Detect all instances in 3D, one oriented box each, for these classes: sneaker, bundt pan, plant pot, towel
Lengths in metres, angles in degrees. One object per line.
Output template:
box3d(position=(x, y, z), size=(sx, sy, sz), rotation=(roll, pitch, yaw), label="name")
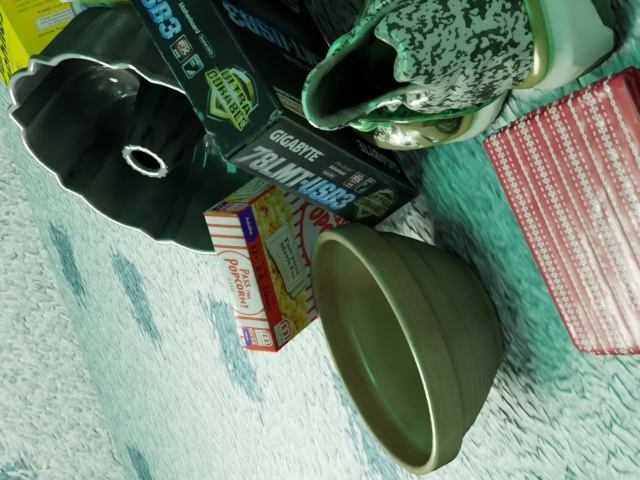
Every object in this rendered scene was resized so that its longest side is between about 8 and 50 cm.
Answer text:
box3d(position=(0.053, -0.140, 1.254), size=(0.158, 0.182, 0.410), rotation=(67, 163, 2), label="sneaker")
box3d(position=(-0.163, -0.130, 1.786), size=(0.331, 0.124, 0.331), rotation=(19, 151, 11), label="bundt pan")
box3d(position=(0.091, 0.085, 1.524), size=(0.237, 0.110, 0.237), rotation=(54, 156, 37), label="plant pot")
box3d(position=(0.211, -0.012, 1.198), size=(0.199, 0.031, 0.275), rotation=(66, 164, -1), label="towel")

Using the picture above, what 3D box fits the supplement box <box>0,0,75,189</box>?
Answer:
box3d(position=(-0.318, -0.275, 2.136), size=(0.356, 0.195, 0.194), rotation=(57, 159, 31), label="supplement box")

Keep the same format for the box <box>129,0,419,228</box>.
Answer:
box3d(position=(-0.059, -0.167, 1.484), size=(0.293, 0.073, 0.295), rotation=(58, -164, 24), label="box")

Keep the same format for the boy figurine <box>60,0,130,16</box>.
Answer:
box3d(position=(-0.196, -0.294, 1.797), size=(0.285, 0.177, 0.092), rotation=(-12, 98, 67), label="boy figurine")

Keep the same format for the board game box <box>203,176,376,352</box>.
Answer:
box3d(position=(-0.022, -0.002, 1.619), size=(0.045, 0.193, 0.146), rotation=(3, 118, 37), label="board game box")

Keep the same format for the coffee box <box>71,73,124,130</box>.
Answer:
box3d(position=(-0.206, -0.199, 1.921), size=(0.040, 0.184, 0.113), rotation=(48, 153, 48), label="coffee box")
